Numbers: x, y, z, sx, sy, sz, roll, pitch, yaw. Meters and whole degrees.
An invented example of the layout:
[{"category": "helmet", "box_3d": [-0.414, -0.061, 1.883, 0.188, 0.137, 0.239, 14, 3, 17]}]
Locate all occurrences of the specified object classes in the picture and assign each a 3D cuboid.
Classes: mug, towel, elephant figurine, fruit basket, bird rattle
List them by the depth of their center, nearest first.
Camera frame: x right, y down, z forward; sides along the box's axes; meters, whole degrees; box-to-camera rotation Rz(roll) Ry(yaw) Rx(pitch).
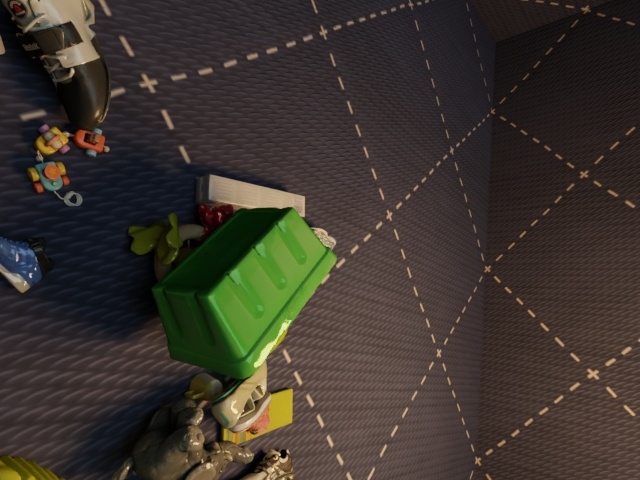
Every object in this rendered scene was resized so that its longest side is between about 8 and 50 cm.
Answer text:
[{"category": "elephant figurine", "box_3d": [-0.271, 0.473, 0.884, 0.169, 0.186, 0.239, -103, 174, -65]}, {"category": "fruit basket", "box_3d": [-0.146, 0.152, 0.932, 0.392, 0.283, 0.391, -3, 94, -55]}, {"category": "bird rattle", "box_3d": [-0.299, 0.020, 0.952, 0.254, 0.143, 0.206, -16, 111, -60]}, {"category": "mug", "box_3d": [-0.265, 0.350, 0.969, 0.078, 0.064, 0.062, -50, 123, -38]}, {"category": "towel", "box_3d": [-0.165, 0.466, 1.107, 0.237, 0.021, 0.102, 3, 88, -48]}]

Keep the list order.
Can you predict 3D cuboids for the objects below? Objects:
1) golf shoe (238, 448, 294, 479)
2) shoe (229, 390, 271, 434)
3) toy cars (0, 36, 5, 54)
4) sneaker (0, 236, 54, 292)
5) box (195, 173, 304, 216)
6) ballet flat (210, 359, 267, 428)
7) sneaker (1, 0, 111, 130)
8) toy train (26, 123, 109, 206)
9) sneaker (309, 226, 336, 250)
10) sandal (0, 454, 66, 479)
[{"category": "golf shoe", "box_3d": [-0.149, 0.595, 1.081, 0.198, 0.077, 0.093, 21, 61, -52]}, {"category": "shoe", "box_3d": [-0.167, 0.438, 1.010, 0.178, 0.064, 0.081, -14, 103, -74]}, {"category": "toy cars", "box_3d": [-0.577, -0.414, 0.665, 0.176, 0.087, 0.393, 75, 27, -72]}, {"category": "sneaker", "box_3d": [-0.525, 0.008, 0.711, 0.084, 0.058, 0.152, -48, 125, -32]}, {"category": "box", "box_3d": [-0.174, -0.109, 1.109, 0.324, 0.063, 0.067, 6, 81, -48]}, {"category": "ballet flat", "box_3d": [-0.177, 0.361, 0.995, 0.248, 0.086, 0.086, -27, 108, -72]}, {"category": "sneaker", "box_3d": [-0.471, -0.359, 0.725, 0.146, 0.123, 0.330, -26, 109, -66]}, {"category": "toy train", "box_3d": [-0.473, -0.155, 0.793, 0.125, 0.046, 0.166, 25, 68, -44]}, {"category": "sneaker", "box_3d": [0.000, 0.000, 1.303, 0.135, 0.052, 0.057, 32, 68, -41]}, {"category": "sandal", "box_3d": [-0.463, 0.482, 0.701, 0.138, 0.126, 0.317, -52, 122, -32]}]
